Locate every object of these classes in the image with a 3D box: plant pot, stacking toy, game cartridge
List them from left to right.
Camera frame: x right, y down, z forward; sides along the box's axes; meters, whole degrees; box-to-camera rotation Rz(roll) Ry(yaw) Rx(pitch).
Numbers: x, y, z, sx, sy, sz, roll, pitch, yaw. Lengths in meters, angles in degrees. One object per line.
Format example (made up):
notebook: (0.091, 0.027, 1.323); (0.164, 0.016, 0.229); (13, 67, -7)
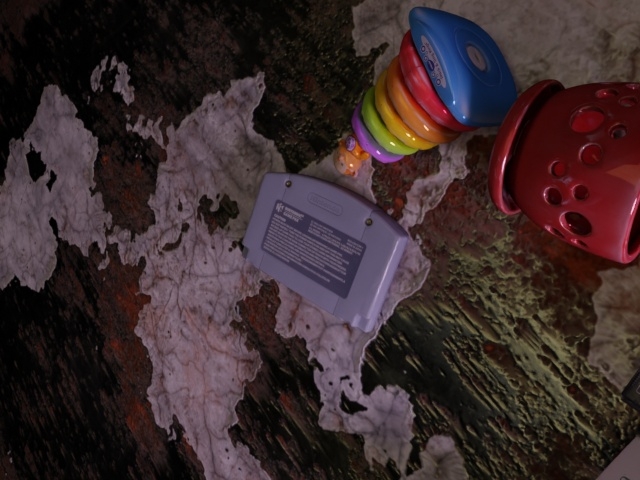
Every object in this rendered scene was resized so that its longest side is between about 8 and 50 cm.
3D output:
game cartridge: (0.000, 0.000, 0.903); (0.297, 0.062, 0.198); (29, 102, 31)
stacking toy: (0.113, -0.181, 0.784); (0.302, 0.166, 0.175); (-31, 76, 46)
plant pot: (0.304, -0.092, 0.610); (0.174, 0.191, 0.191); (28, 106, 35)

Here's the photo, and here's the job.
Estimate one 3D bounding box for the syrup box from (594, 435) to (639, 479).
syrup box: (0.402, 0.317, 0.526); (0.093, 0.096, 0.237); (-38, 31, -12)

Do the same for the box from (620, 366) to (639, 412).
box: (0.478, 0.118, 0.520); (0.216, 0.060, 0.270); (39, 108, 39)
